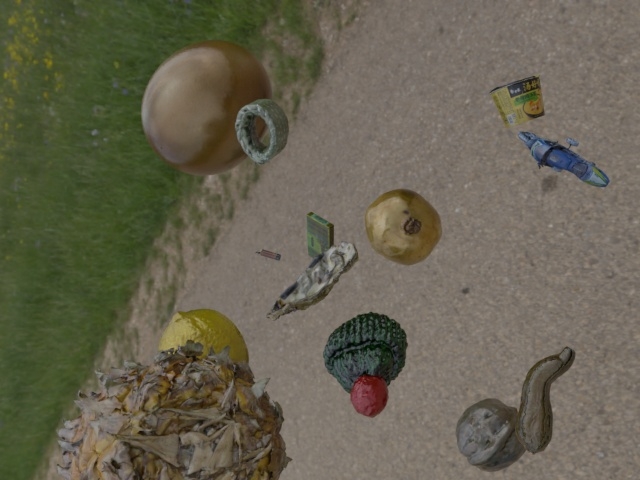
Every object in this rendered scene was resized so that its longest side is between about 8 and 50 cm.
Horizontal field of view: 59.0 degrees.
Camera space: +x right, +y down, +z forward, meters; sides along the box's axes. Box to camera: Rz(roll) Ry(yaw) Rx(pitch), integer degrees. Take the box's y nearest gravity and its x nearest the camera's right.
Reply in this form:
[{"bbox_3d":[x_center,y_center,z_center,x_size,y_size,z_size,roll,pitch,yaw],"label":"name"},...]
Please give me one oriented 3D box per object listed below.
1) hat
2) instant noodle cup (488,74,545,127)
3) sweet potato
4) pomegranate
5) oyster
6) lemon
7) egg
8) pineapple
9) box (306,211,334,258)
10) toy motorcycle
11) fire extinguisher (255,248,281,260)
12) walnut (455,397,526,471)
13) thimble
[{"bbox_3d":[0.132,0.395,1.750,0.274,0.242,0.332,-50,13,30],"label":"hat"},{"bbox_3d":[0.582,-0.404,1.659,0.151,0.151,0.122,-8,100,55],"label":"instant noodle cup"},{"bbox_3d":[0.460,0.326,1.178,0.081,0.062,0.233,18,80,20],"label":"sweet potato"},{"bbox_3d":[0.301,-0.055,2.083,0.307,0.307,0.308,-7,81,55],"label":"pomegranate"},{"bbox_3d":[-0.023,0.128,1.696,0.345,0.079,0.129,-41,46,-2],"label":"oyster"},{"bbox_3d":[-0.239,0.235,1.148,0.180,0.193,0.181,-48,16,18],"label":"lemon"},{"bbox_3d":[-0.258,-0.301,1.300,0.351,0.282,0.283,-36,58,43],"label":"egg"},{"bbox_3d":[-0.219,0.315,0.850,0.300,0.352,0.353,-37,57,53],"label":"pineapple"},{"bbox_3d":[0.000,0.000,2.110,0.121,0.030,0.193,32,139,35],"label":"box"},{"bbox_3d":[0.640,-0.218,1.498,0.254,0.135,0.092,28,120,5],"label":"toy motorcycle"},{"bbox_3d":[-0.173,0.047,1.853,0.028,0.083,0.022,-62,-16,-45],"label":"fire extinguisher"},{"bbox_3d":[0.534,0.603,1.756,0.224,0.224,0.224,-7,81,55],"label":"walnut"},{"bbox_3d":[-0.102,-0.191,0.997,0.084,0.062,0.110,7,115,18],"label":"thimble"}]
